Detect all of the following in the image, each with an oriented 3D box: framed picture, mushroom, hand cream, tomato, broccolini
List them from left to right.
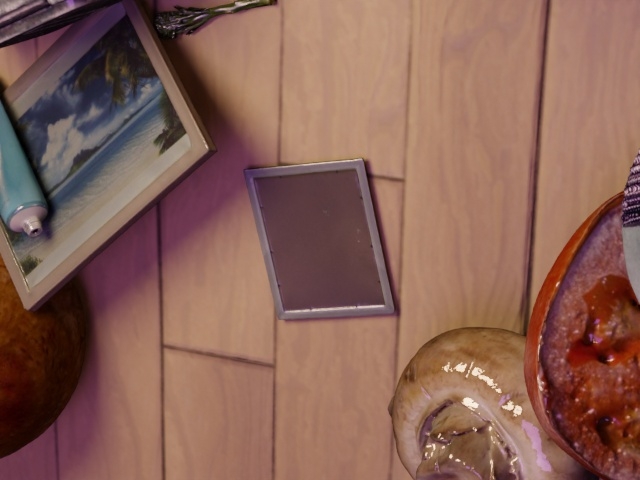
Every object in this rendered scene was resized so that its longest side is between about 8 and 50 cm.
[{"bbox_3d":[-0.415,0.140,1.956,0.283,0.195,0.263,-25,122,30],"label":"mushroom"},{"bbox_3d":[-0.356,-0.097,1.865,0.083,0.048,0.224,-45,60,27],"label":"hand cream"},{"bbox_3d":[-0.264,-0.102,1.835,0.315,0.024,0.232,-40,67,29],"label":"framed picture"},{"bbox_3d":[-0.110,-0.236,1.777,0.140,0.030,0.035,-9,118,19],"label":"broccolini"},{"bbox_3d":[0.000,0.000,1.845,0.142,0.011,0.183,-5,111,22],"label":"framed picture"},{"bbox_3d":[0.176,0.209,1.769,0.255,0.184,0.255,23,140,21],"label":"mushroom"},{"bbox_3d":[0.334,0.111,1.648,0.338,0.338,0.143,53,158,-7],"label":"tomato"}]

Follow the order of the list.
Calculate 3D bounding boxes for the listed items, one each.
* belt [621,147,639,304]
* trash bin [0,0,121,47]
[{"bbox_3d":[0.413,0.016,1.557,0.122,0.260,0.325,-10,101,63],"label":"belt"},{"bbox_3d":[-0.343,-0.382,1.684,0.296,0.256,0.368,-18,98,31],"label":"trash bin"}]
